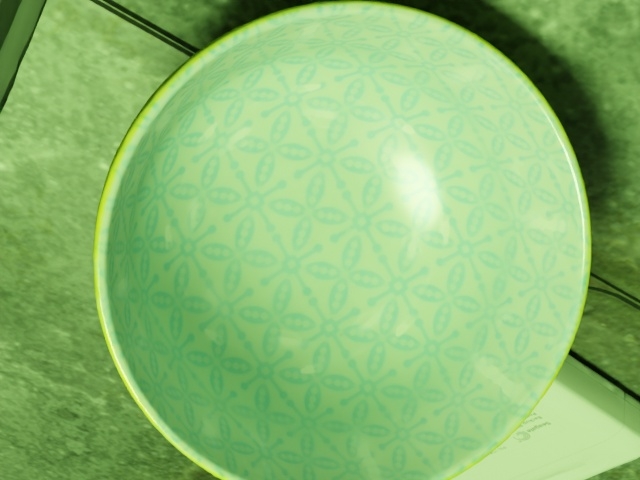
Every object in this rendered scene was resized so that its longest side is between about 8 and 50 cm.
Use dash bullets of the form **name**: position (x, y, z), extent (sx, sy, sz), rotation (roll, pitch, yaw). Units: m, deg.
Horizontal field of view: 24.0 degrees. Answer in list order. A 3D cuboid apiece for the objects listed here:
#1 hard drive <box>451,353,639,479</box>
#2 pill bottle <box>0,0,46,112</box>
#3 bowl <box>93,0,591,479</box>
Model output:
- **hard drive**: position (0.046, 0.101, 1.145), extent (0.353, 0.047, 0.233), rotation (32, 138, -25)
- **pill bottle**: position (-0.180, -0.184, 0.585), extent (0.204, 0.361, 0.204), rotation (8, 142, 6)
- **bowl**: position (0.000, 0.000, 0.910), extent (0.289, 0.289, 0.156), rotation (26, -178, -17)
